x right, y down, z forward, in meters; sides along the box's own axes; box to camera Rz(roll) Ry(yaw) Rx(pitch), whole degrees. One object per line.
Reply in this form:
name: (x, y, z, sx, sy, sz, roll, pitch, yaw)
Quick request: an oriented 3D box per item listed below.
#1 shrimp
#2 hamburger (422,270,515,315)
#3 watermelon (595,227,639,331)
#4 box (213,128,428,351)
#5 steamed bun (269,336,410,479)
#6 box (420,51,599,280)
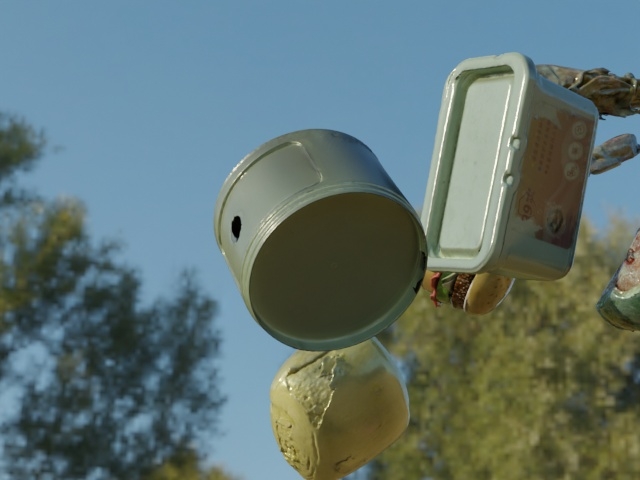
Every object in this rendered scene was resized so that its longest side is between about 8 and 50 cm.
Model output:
shrimp: (0.409, -0.192, 2.156, 0.360, 0.247, 0.085, -11, -41, -20)
hamburger: (0.268, 0.052, 2.369, 0.137, 0.175, 0.175, 26, -12, 23)
watermelon: (0.432, 0.045, 1.858, 0.071, 0.139, 0.187, 17, -28, -28)
box: (0.000, 0.000, 1.620, 0.226, 0.149, 0.226, -10, -56, -15)
steamed bun: (0.039, 0.298, 2.357, 0.166, 0.232, 0.273, 22, -46, 43)
box: (0.275, -0.090, 1.939, 0.182, 0.311, 0.175, 15, -7, -33)
